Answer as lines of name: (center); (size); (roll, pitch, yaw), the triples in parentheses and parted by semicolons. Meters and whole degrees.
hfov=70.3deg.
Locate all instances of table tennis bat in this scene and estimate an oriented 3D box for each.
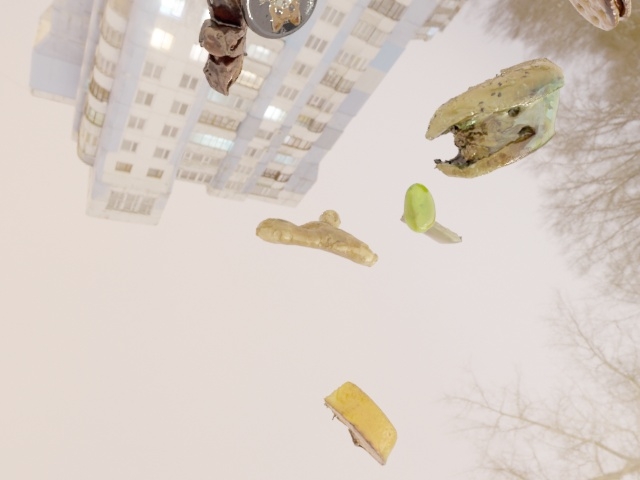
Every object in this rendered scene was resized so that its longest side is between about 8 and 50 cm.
table tennis bat: (-0.073, -0.455, 0.781); (0.150, 0.236, 0.027); (-24, -117, -12)

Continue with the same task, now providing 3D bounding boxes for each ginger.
ginger: (-0.008, -0.014, 1.582); (0.362, 0.122, 0.348); (-1, -158, -38)

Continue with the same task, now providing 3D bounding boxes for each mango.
mango: (0.206, -0.068, 0.953); (0.073, 0.056, 0.108); (-26, -65, -25)

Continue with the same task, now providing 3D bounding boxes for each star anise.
star anise: (-0.187, -0.413, 0.876); (0.098, 0.214, 0.220); (7, -125, 2)

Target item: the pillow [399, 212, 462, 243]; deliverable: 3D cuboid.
pillow: (0.362, -0.041, 1.507); (0.208, 0.119, 0.053); (27, -95, -18)

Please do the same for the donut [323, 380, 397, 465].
donut: (0.123, 0.479, 1.147); (0.101, 0.152, 0.259); (-40, -54, -20)

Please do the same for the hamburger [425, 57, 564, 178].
hamburger: (0.371, -0.249, 0.926); (0.287, 0.192, 0.168); (-29, -76, -9)

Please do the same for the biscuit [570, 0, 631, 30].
biscuit: (0.740, -0.667, 1.226); (0.220, 0.066, 0.221); (40, -155, -23)
